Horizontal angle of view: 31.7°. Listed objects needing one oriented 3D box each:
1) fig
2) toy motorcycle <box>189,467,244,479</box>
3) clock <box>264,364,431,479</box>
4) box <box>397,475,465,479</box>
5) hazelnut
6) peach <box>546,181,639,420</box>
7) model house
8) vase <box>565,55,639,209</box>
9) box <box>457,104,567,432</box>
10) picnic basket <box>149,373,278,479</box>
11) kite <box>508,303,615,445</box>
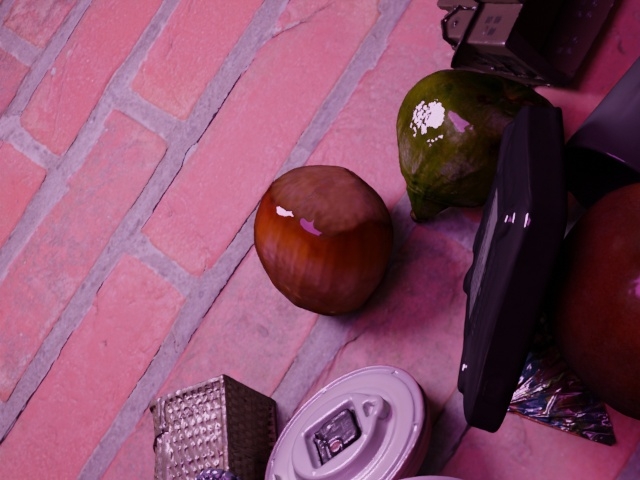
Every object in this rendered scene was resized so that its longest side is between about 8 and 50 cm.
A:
[{"bbox_3d":[0.179,-0.096,1.448,0.203,0.203,0.235,50,128,40],"label":"fig"},{"bbox_3d":[-0.113,0.389,1.360,0.173,0.307,0.108,-1,31,28],"label":"toy motorcycle"},{"bbox_3d":[0.029,0.255,1.397,0.244,0.056,0.244,-29,29,18],"label":"clock"},{"bbox_3d":[0.143,0.379,1.217,0.291,0.262,0.206,-5,49,-2],"label":"box"},{"bbox_3d":[0.000,0.000,1.521,0.214,0.176,0.214,-3,87,58],"label":"hazelnut"},{"bbox_3d":[0.358,0.070,1.187,0.252,0.252,0.252,-16,60,30],"label":"peach"},{"bbox_3d":[0.231,-0.332,1.505,0.243,0.204,0.211,19,81,58],"label":"model house"},{"bbox_3d":[0.421,-0.168,1.303,0.301,0.156,0.251,-55,14,-7],"label":"vase"},{"bbox_3d":[0.211,0.025,1.248,0.073,0.290,0.289,12,33,3],"label":"box"},{"bbox_3d":[-0.149,0.306,1.511,0.154,0.134,0.196,-20,59,24],"label":"picnic basket"},{"bbox_3d":[0.286,0.149,1.342,0.189,0.009,0.232,-33,53,21],"label":"kite"}]
